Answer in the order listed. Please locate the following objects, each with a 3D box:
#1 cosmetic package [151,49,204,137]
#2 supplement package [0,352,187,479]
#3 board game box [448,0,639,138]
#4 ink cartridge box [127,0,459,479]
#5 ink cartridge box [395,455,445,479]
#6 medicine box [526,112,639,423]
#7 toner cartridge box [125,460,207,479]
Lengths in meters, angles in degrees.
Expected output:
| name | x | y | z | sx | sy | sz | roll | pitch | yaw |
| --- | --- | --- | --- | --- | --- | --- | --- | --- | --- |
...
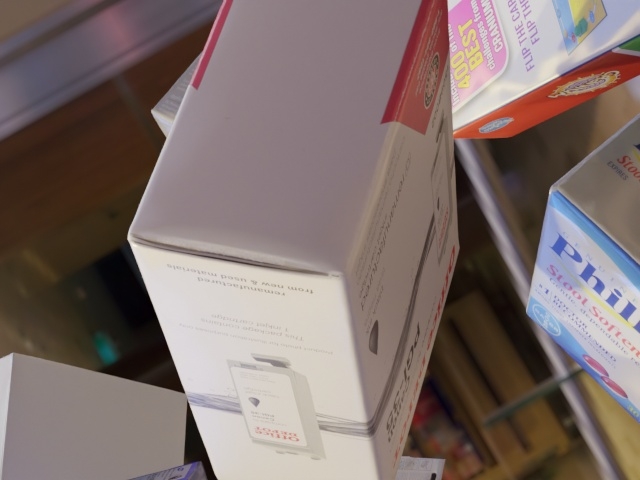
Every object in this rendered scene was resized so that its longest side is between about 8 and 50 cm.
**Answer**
| name | x | y | z | sx | sy | sz | roll | pitch | yaw |
| --- | --- | --- | --- | --- | --- | --- | --- | --- | --- |
| cosmetic package | -0.025 | -0.154 | 1.589 | 0.127 | 0.238 | 0.107 | 29 | 159 | 36 |
| supplement package | -0.285 | 0.248 | 1.688 | 0.199 | 0.263 | 0.198 | 18 | -117 | -35 |
| board game box | 0.177 | -0.227 | 1.174 | 0.316 | 0.064 | 0.242 | -24 | 71 | 56 |
| ink cartridge box | 0.000 | 0.000 | 0.994 | 0.283 | 0.117 | 0.207 | 79 | -155 | -57 |
| ink cartridge box | 0.073 | 0.255 | 1.805 | 0.029 | 0.115 | 0.062 | 61 | -144 | -50 |
| medicine box | 0.355 | 0.057 | 1.741 | 0.263 | 0.149 | 0.289 | 45 | 163 | 22 |
| toner cartridge box | -0.085 | 0.351 | 1.304 | 0.165 | 0.075 | 0.347 | -44 | -62 | -84 |
